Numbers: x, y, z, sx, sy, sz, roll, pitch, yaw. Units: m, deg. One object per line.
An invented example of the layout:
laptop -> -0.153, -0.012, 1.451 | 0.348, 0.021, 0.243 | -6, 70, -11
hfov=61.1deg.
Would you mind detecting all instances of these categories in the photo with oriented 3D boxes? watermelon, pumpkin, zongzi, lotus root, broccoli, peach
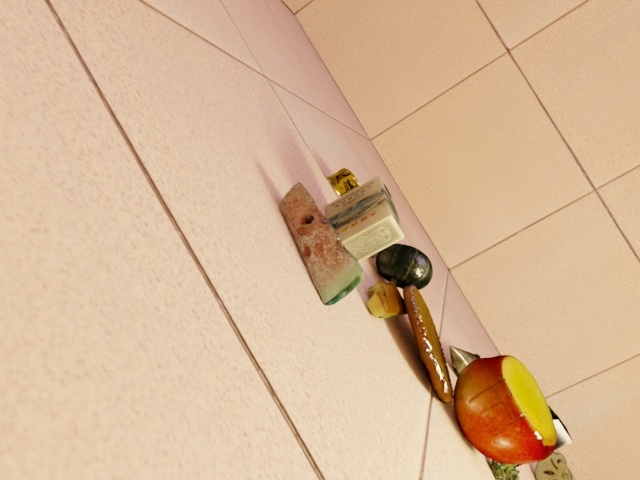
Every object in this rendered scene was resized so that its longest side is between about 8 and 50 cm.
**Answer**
watermelon -> 0.000, 0.000, 1.066 | 0.241, 0.095, 0.154 | 58, 7, 8
pumpkin -> 0.237, 0.078, 1.533 | 0.167, 0.167, 0.125 | 41, 53, -50
zongzi -> 0.472, 0.390, 1.805 | 0.204, 0.094, 0.205 | 48, 12, -7
lotus root -> 0.890, 0.911, 2.026 | 0.119, 0.138, 0.234 | 44, 20, -29
broccoli -> 0.505, 0.606, 1.468 | 0.095, 0.092, 0.097 | 49, 30, 15
peach -> 0.471, 0.446, 1.387 | 0.249, 0.245, 0.274 | 6, 35, -20

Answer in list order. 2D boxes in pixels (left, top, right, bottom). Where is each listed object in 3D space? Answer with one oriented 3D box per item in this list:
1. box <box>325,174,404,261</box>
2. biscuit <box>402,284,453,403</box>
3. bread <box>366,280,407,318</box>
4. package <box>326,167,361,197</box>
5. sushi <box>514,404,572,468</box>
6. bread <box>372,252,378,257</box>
box -> 0.097, -0.049, 1.291 | 0.069, 0.164, 0.256 | 55, 15, -22
biscuit -> 0.283, 0.265, 1.410 | 0.318, 0.040, 0.317 | -19, 90, -78
bread -> 0.159, 0.147, 1.328 | 0.088, 0.049, 0.226 | 66, 16, 18
package -> 0.080, -0.167, 1.656 | 0.131, 0.071, 0.047 | 49, 23, -26
sushi -> 0.635, 0.557, 1.736 | 0.212, 0.216, 0.227 | 58, 15, -1
bread -> 0.156, 0.015, 1.613 | 0.070, 0.035, 0.083 | 60, 12, 0
